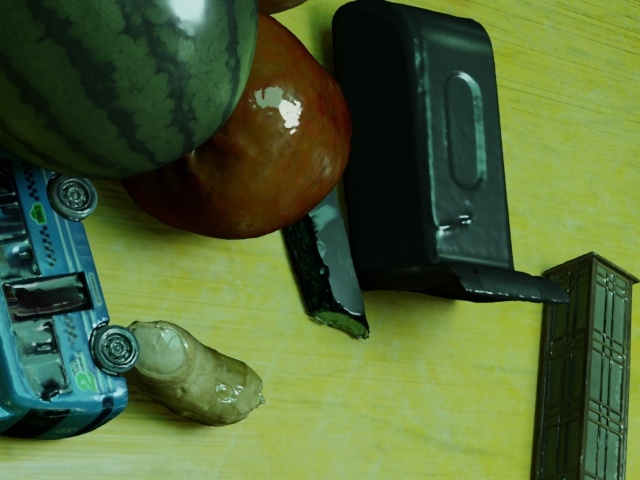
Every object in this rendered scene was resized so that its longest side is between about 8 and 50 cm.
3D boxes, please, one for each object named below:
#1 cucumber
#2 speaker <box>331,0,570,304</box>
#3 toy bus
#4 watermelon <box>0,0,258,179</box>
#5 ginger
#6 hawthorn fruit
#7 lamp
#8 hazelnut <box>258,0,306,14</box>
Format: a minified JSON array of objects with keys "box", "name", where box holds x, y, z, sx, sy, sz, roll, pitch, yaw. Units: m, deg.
[{"box":[0.000,0.000,1.389,0.070,0.046,0.220,-7,73,-34],"name":"cucumber"},{"box":[0.139,-0.097,1.431,0.180,0.184,0.388,6,69,-31],"name":"speaker"},{"box":[-0.253,0.046,1.109,0.134,0.113,0.246,-7,74,-37],"name":"toy bus"},{"box":[-0.201,-0.221,1.031,0.279,0.279,0.359,-40,103,-43],"name":"watermelon"},{"box":[-0.123,0.118,1.186,0.190,0.095,0.069,37,47,-45],"name":"ginger"},{"box":[-0.070,-0.102,1.274,0.261,0.224,0.224,15,60,-54],"name":"hawthorn fruit"},{"box":[0.308,0.177,1.529,0.090,0.089,0.325,29,55,-28],"name":"lamp"},{"box":[-0.112,-0.380,1.296,0.372,0.315,0.372,49,20,-25],"name":"hazelnut"}]
